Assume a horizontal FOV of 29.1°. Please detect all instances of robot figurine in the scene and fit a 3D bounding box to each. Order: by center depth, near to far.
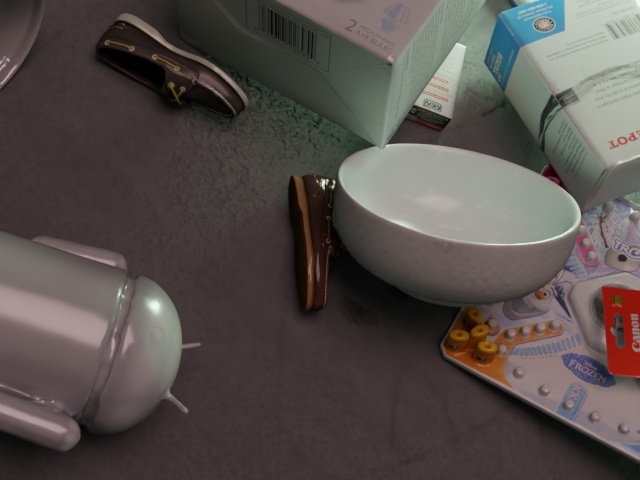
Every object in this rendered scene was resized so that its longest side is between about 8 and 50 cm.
[{"bbox_3d":[-0.318,0.112,1.470,0.353,0.200,0.300,19,48,-10],"label":"robot figurine"}]

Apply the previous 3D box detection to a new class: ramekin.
[{"bbox_3d":[-0.465,-0.284,1.603,0.109,0.207,0.207,34,60,8],"label":"ramekin"}]

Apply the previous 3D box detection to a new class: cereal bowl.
[{"bbox_3d":[0.175,-0.008,1.680,0.339,0.141,0.339,9,25,-4],"label":"cereal bowl"}]

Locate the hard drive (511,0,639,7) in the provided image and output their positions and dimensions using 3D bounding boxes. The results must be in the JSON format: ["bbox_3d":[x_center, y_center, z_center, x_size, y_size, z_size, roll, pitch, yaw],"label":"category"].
[{"bbox_3d":[0.373,-0.479,2.070,0.210,0.040,0.318,-32,80,-28],"label":"hard drive"}]

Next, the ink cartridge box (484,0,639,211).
[{"bbox_3d":[0.424,-0.225,1.858,0.223,0.129,0.307,-20,64,-17],"label":"ink cartridge box"}]

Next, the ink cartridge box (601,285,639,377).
[{"bbox_3d":[0.486,0.122,1.701,0.179,0.045,0.145,7,57,-4],"label":"ink cartridge box"}]

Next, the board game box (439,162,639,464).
[{"bbox_3d":[0.427,0.097,1.766,0.390,0.050,0.390,28,60,12],"label":"board game box"}]

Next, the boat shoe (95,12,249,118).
[{"bbox_3d":[-0.210,-0.231,1.737,0.228,0.081,0.068,32,63,5],"label":"boat shoe"}]

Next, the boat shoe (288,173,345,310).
[{"bbox_3d":[0.000,0.000,1.704,0.073,0.073,0.207,3,66,-16],"label":"boat shoe"}]

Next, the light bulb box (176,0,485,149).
[{"bbox_3d":[0.037,-0.391,1.753,0.358,0.225,0.361,30,66,11],"label":"light bulb box"}]

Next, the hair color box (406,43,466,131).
[{"bbox_3d":[0.175,-0.245,1.894,0.072,0.043,0.141,20,61,-10],"label":"hair color box"}]
